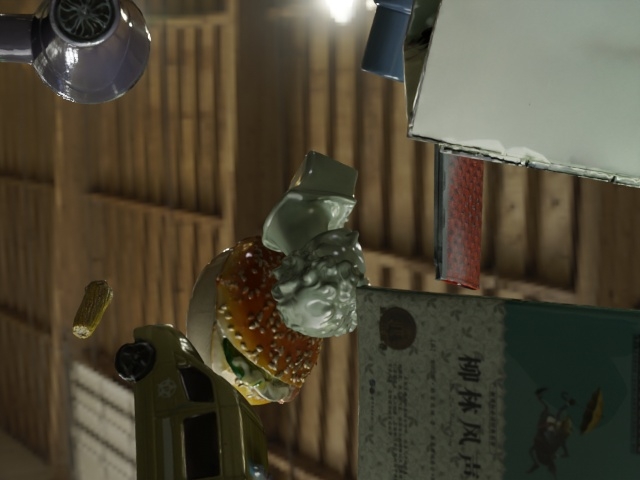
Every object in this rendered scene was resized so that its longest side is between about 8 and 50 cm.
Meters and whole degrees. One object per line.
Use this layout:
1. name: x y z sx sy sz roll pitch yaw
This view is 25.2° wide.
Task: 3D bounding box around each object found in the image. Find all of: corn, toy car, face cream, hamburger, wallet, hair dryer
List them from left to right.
1. hair dryer: -0.342 -0.195 1.347 0.301 0.361 0.121 179 -89 -83
2. corn: -0.233 0.067 1.463 0.083 0.027 0.028 -74 153 -54
3. toy car: -0.108 0.193 1.285 0.101 0.124 0.256 60 21 -58
4. hamburger: -0.080 0.105 1.906 0.147 0.237 0.236 4 -82 34
5. face cream: 0.139 -0.400 1.889 0.086 0.136 0.385 -102 -151 -83
6. wallet: 0.146 -0.050 1.506 0.020 0.103 0.196 -4 -100 32

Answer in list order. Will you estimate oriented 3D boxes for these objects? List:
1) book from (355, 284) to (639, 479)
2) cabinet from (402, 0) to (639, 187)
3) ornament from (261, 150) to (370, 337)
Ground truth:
1. book: 0.202 0.190 1.542 0.379 0.031 0.264 3 -83 34
2. cabinet: 0.168 -0.136 0.949 0.145 0.206 0.150 -86 -173 -58
3. ornament: -0.009 0.006 1.769 0.285 0.120 0.130 -102 -152 -53
